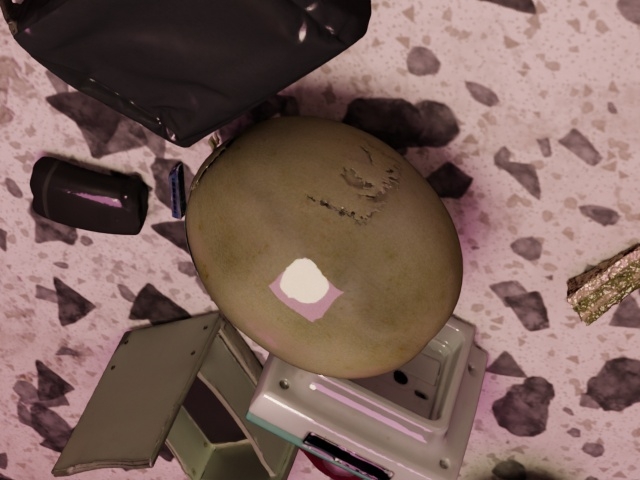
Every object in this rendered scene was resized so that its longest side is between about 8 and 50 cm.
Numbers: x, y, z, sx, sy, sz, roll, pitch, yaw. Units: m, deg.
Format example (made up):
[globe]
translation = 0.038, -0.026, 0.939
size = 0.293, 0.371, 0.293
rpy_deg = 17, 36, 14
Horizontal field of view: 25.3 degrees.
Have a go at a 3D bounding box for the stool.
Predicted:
[stool]
translation = -0.180, 0.278, 1.892
size = 0.170, 0.269, 0.243
rpy_deg = -12, 125, 30

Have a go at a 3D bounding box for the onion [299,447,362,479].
[onion]
translation = 0.033, 0.228, 1.861
size = 0.173, 0.135, 0.198
rpy_deg = -21, 119, 31

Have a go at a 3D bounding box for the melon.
[melon]
translation = 0.000, 0.000, 1.572
size = 0.330, 0.268, 0.268
rpy_deg = 41, 133, -1

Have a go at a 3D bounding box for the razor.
[razor]
translation = -0.289, -0.051, 1.784
size = 0.148, 0.054, 0.090
rpy_deg = 14, 138, 10

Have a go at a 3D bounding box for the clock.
[clock]
translation = 0.069, 0.168, 1.727
size = 0.262, 0.231, 0.116
rpy_deg = 26, 131, -3

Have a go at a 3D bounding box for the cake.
[cake]
translation = 0.342, 0.046, 1.634
size = 0.051, 0.055, 0.140
rpy_deg = 46, 129, -13

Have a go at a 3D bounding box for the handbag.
[handbag]
translation = -0.137, -0.256, 1.456
size = 0.302, 0.178, 0.275
rpy_deg = -25, 133, 38

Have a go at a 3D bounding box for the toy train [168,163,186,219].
[toy train]
translation = -0.177, -0.063, 1.757
size = 0.017, 0.017, 0.083
rpy_deg = 16, 135, 16
